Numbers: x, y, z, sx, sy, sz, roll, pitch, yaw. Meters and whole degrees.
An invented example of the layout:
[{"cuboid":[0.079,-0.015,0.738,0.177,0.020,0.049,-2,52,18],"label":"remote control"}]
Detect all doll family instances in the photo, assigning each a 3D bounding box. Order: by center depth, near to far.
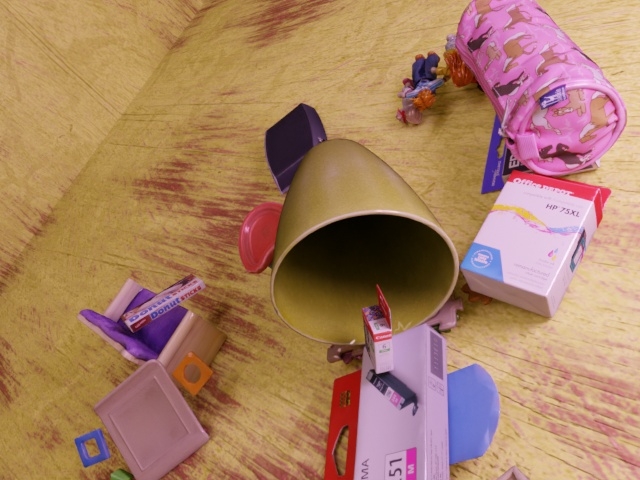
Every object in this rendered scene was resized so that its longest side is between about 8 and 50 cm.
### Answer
[{"cuboid":[0.246,-0.342,1.272,0.263,0.118,0.163,-22,44,32],"label":"doll family"}]

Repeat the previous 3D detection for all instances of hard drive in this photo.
[{"cuboid":[-0.069,-0.245,1.562,0.172,0.054,0.254,-35,38,18],"label":"hard drive"}]

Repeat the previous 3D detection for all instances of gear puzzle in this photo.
[{"cuboid":[0.163,0.101,1.024,0.339,0.044,0.175,-22,42,27],"label":"gear puzzle"}]

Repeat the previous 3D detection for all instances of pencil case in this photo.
[{"cuboid":[0.341,-0.274,1.005,0.160,0.167,0.386,-53,27,34],"label":"pencil case"}]

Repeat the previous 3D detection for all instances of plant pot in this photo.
[{"cuboid":[0.048,-0.031,0.990,0.275,0.275,0.293,-33,38,20],"label":"plant pot"}]

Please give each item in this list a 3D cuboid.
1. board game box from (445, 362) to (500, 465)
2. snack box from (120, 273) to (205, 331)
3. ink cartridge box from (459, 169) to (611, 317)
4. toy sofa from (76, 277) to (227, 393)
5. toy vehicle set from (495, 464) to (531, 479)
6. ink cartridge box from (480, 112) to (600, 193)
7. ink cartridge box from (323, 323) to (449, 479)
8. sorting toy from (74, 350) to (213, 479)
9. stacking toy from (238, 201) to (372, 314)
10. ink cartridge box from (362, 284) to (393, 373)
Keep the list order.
[{"cuboid":[0.187,0.254,0.858,0.169,0.033,0.133,-33,37,35],"label":"board game box"},{"cuboid":[-0.335,0.131,1.307,0.178,0.022,0.064,-33,29,-25],"label":"snack box"},{"cuboid":[0.322,-0.017,0.905,0.134,0.078,0.231,20,70,36],"label":"ink cartridge box"},{"cuboid":[-0.392,0.193,1.391,0.363,0.177,0.150,14,66,51],"label":"toy sofa"},{"cuboid":[0.160,0.395,0.698,0.267,0.035,0.166,-43,11,8],"label":"toy vehicle set"},{"cuboid":[0.378,-0.190,1.062,0.208,0.045,0.206,-12,49,41],"label":"ink cartridge box"},{"cuboid":[0.075,0.282,0.896,0.239,0.060,0.275,-28,38,35],"label":"ink cartridge box"},{"cuboid":[-0.330,0.358,1.213,0.348,0.047,0.196,-39,80,12],"label":"sorting toy"},{"cuboid":[0.000,0.000,1.237,0.309,0.130,0.279,-36,53,18],"label":"stacking toy"},{"cuboid":[0.082,0.128,0.883,0.029,0.115,0.062,-12,32,-7],"label":"ink cartridge box"}]
